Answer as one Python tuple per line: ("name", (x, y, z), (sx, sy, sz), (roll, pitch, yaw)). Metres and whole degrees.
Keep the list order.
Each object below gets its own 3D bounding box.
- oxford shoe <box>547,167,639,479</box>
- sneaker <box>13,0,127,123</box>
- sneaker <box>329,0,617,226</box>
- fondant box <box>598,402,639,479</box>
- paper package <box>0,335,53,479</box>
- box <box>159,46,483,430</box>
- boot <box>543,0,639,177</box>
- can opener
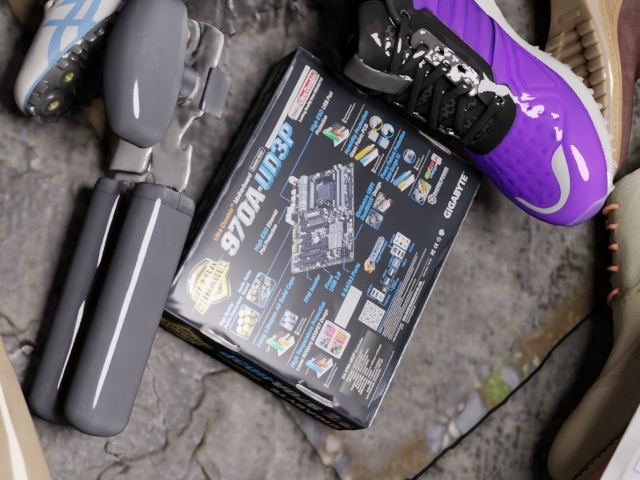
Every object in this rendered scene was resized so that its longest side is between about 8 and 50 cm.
("oxford shoe", (0.275, 0.032, 1.003), (0.146, 0.140, 0.397), (32, 72, 16))
("sneaker", (-0.146, -0.184, 0.852), (0.086, 0.085, 0.237), (26, 74, 8))
("sneaker", (0.081, -0.120, 0.894), (0.146, 0.102, 0.293), (-22, 72, -42))
("fondant box", (0.356, 0.151, 0.926), (0.330, 0.096, 0.238), (41, 75, -43))
("paper package", (-0.316, 0.130, 0.580), (0.309, 0.325, 0.168), (-23, 92, -27))
("box", (0.000, 0.000, 0.899), (0.175, 0.051, 0.220), (32, 70, -17))
("boot", (0.278, -0.170, 1.036), (0.206, 0.090, 0.249), (-5, 91, -31))
("can opener", (-0.135, -0.021, 0.804), (0.095, 0.076, 0.284), (27, 76, -48))
